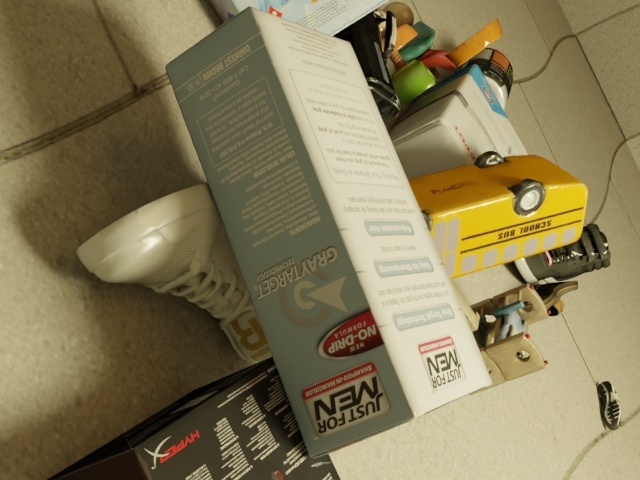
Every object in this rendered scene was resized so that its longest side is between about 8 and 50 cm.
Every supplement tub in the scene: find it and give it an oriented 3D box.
[{"bbox_3d":[0.314,-0.304,1.789,0.117,0.117,0.190,55,30,-16],"label":"supplement tub"}]

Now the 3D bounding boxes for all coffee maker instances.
[{"bbox_3d":[0.028,-0.262,1.310,0.171,0.120,0.178,8,57,-30],"label":"coffee maker"}]

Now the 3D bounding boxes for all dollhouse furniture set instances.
[{"bbox_3d":[0.229,0.098,1.315,0.184,0.129,0.129,53,31,-20],"label":"dollhouse furniture set"}]

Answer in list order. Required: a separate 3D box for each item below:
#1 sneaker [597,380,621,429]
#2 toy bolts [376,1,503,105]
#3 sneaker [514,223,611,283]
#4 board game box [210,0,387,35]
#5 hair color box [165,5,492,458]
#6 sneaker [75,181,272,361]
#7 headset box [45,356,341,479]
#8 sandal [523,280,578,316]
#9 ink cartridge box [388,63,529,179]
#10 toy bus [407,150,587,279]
[{"bbox_3d":[0.572,0.327,1.790,0.044,0.040,0.109,49,33,-30],"label":"sneaker"},{"bbox_3d":[0.170,-0.345,1.524,0.158,0.218,0.228,55,12,-5],"label":"toy bolts"},{"bbox_3d":[0.459,0.015,1.735,0.295,0.147,0.105,11,58,-58],"label":"sneaker"},{"bbox_3d":[-0.032,-0.423,1.182,0.318,0.066,0.318,-36,102,-22],"label":"board game box"},{"bbox_3d":[0.011,-0.011,0.846,0.185,0.113,0.374,-2,67,-60],"label":"hair color box"},{"bbox_3d":[-0.090,0.039,0.862,0.292,0.108,0.169,-16,78,-62],"label":"sneaker"},{"bbox_3d":[-0.058,0.268,0.727,0.293,0.110,0.218,64,29,0],"label":"headset box"},{"bbox_3d":[0.407,0.113,1.647,0.219,0.090,0.060,-19,101,-63],"label":"sandal"},{"bbox_3d":[0.228,-0.128,1.493,0.223,0.129,0.307,58,29,-13],"label":"ink cartridge box"},{"bbox_3d":[0.197,-0.030,1.246,0.108,0.332,0.130,-132,-146,-49],"label":"toy bus"}]
